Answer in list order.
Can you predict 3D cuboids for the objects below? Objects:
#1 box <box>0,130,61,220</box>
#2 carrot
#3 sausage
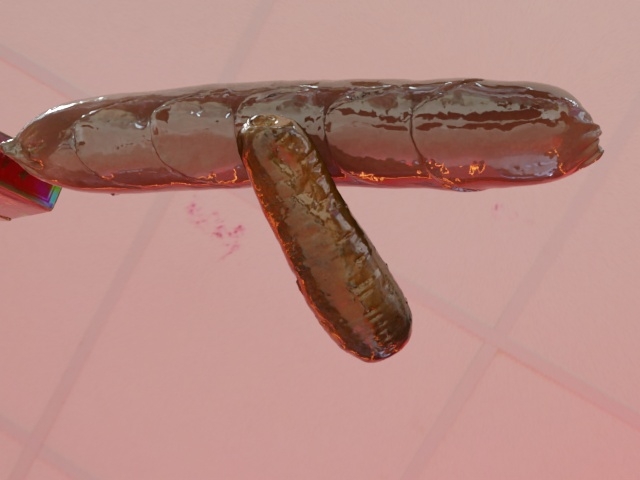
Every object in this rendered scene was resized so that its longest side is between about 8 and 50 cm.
[{"bbox_3d":[-0.316,-0.063,0.899,0.112,0.175,0.048,27,-107,-29],"label":"box"},{"bbox_3d":[0.000,0.000,0.642,0.060,0.060,0.186,-29,-78,12],"label":"carrot"},{"bbox_3d":[-0.020,-0.075,0.700,0.433,0.088,0.088,0,-84,8],"label":"sausage"}]
